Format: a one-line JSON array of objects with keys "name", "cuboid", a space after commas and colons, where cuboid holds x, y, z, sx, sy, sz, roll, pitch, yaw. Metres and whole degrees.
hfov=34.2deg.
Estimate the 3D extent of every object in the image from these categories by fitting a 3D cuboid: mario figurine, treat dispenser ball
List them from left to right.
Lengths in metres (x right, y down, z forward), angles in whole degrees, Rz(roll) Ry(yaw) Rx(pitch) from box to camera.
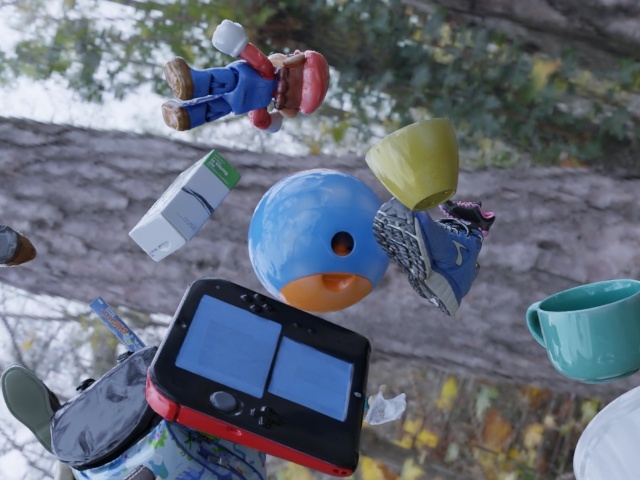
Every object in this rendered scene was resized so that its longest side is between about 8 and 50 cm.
[{"name": "mario figurine", "cuboid": [-0.133, -0.285, 1.862, 0.198, 0.320, 0.170, -32, 72, 59]}, {"name": "treat dispenser ball", "cuboid": [0.000, 0.000, 2.061, 0.288, 0.288, 0.288, 17, -90, -75]}]

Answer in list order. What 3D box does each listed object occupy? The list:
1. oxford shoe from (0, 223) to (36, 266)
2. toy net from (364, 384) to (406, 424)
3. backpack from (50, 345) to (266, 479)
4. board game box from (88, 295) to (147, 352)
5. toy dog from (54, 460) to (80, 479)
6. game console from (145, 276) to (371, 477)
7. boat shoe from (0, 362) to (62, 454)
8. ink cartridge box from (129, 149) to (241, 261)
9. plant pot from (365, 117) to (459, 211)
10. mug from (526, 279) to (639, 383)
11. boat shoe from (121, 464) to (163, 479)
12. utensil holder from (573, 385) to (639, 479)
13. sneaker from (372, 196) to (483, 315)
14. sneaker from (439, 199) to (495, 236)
[{"name": "oxford shoe", "cuboid": [-0.494, 0.006, 1.456, 0.076, 0.212, 0.076, 36, -113, -68]}, {"name": "toy net", "cuboid": [0.068, 0.280, 1.810, 0.122, 0.045, 0.232, -37, 14, -15]}, {"name": "backpack", "cuboid": [-0.255, 0.379, 1.865, 0.355, 0.290, 0.273, 31, -146, -47]}, {"name": "board game box", "cuboid": [-0.483, 0.220, 2.540, 0.035, 0.201, 0.136, -43, 6, -10]}, {"name": "toy dog", "cuboid": [-0.488, 0.455, 2.304, 0.220, 0.333, 0.161, 14, -122, -38]}, {"name": "game console", "cuboid": [-0.086, 0.204, 1.683, 0.387, 0.341, 0.060, -75, 4, -64]}, {"name": "boat shoe", "cuboid": [-0.553, 0.320, 2.023, 0.228, 0.081, 0.069, 66, 172, -30]}, {"name": "ink cartridge box", "cuboid": [-0.279, -0.070, 2.139, 0.153, 0.087, 0.208, -27, 22, 49]}, {"name": "plant pot", "cuboid": [0.143, -0.098, 1.470, 0.134, 0.134, 0.095, 44, -157, -73]}, {"name": "mug", "cuboid": [0.329, 0.110, 1.246, 0.158, 0.129, 0.098, -113, 8, -84]}, {"name": "boat shoe", "cuboid": [-0.364, 0.426, 1.544, 0.324, 0.097, 0.116, -39, -5, -46]}, {"name": "utensil holder", "cuboid": [0.645, 0.465, 1.718, 0.385, 0.327, 0.328, -110, 23, -56]}, {"name": "sneaker", "cuboid": [0.204, 0.000, 1.870, 0.147, 0.129, 0.330, -50, -36, -9]}, {"name": "sneaker", "cuboid": [0.276, -0.057, 1.954, 0.057, 0.119, 0.047, -57, 11, 25]}]
